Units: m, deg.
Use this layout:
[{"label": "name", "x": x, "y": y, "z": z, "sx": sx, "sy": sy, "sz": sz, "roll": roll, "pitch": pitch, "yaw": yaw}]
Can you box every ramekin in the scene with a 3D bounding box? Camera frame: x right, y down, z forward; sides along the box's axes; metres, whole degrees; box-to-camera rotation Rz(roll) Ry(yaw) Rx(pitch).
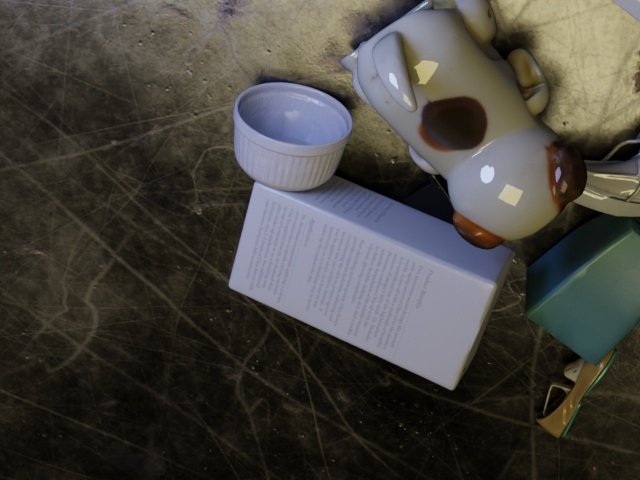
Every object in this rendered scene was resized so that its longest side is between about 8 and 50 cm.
[{"label": "ramekin", "x": -0.055, "y": -0.176, "z": 1.879, "sx": 0.207, "sy": 0.207, "sz": 0.109, "roll": 15, "pitch": 126, "yaw": 2}]

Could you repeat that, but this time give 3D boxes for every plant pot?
[{"label": "plant pot", "x": 0.504, "y": 0.062, "z": 1.916, "sx": 0.165, "sy": 0.166, "sz": 0.234, "roll": 36, "pitch": 119, "yaw": -9}]

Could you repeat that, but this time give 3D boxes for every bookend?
[{"label": "bookend", "x": 0.199, "y": -0.034, "z": 1.978, "sx": 0.157, "sy": 0.072, "sz": 0.156, "roll": -32, "pitch": 98, "yaw": 31}]

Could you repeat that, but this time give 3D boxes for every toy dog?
[{"label": "toy dog", "x": 0.252, "y": -0.195, "z": 1.722, "sx": 0.284, "sy": 0.395, "sz": 0.408, "roll": -34, "pitch": 98, "yaw": 13}]

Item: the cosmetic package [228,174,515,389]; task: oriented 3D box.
[{"label": "cosmetic package", "x": 0.087, "y": 0.051, "z": 1.927, "sx": 0.453, "sy": 0.161, "sz": 0.230, "roll": 24, "pitch": 119, "yaw": 13}]

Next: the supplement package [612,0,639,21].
[{"label": "supplement package", "x": 0.541, "y": -0.477, "z": 1.662, "sx": 0.204, "sy": 0.145, "sz": 0.262, "roll": 34, "pitch": 116, "yaw": -8}]

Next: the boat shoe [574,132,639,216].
[{"label": "boat shoe", "x": 0.581, "y": -0.122, "z": 1.838, "sx": 0.366, "sy": 0.136, "sz": 0.157, "roll": 11, "pitch": 118, "yaw": 0}]

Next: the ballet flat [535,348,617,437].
[{"label": "ballet flat", "x": 0.487, "y": 0.283, "z": 2.089, "sx": 0.073, "sy": 0.080, "sz": 0.232, "roll": 30, "pitch": 117, "yaw": 11}]
